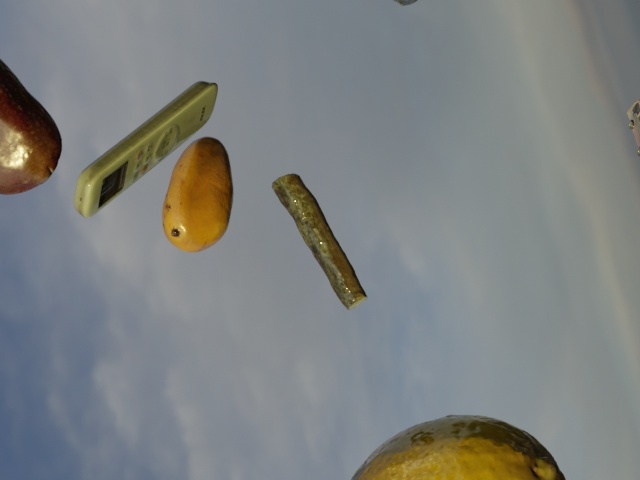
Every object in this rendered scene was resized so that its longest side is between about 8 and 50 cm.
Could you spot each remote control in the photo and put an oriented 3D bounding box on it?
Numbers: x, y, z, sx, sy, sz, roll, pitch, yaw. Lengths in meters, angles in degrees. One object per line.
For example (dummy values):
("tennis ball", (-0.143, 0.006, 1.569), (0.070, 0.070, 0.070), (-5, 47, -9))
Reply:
("remote control", (-0.247, -0.138, 1.696), (0.038, 0.090, 0.309), (33, -135, 10))

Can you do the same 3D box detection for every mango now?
("mango", (-0.213, -0.082, 2.102), (0.147, 0.109, 0.227), (50, -137, -46))

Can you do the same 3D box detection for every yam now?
("yam", (0.000, 0.000, 2.175), (0.274, 0.061, 0.061), (60, -165, 8))

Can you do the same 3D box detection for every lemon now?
("lemon", (0.241, 0.443, 1.899), (0.364, 0.364, 0.364), (-19, -90, -74))

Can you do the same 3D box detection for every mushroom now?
("mushroom", (-0.435, -0.169, 1.619), (0.227, 0.148, 0.217), (55, -172, -5))

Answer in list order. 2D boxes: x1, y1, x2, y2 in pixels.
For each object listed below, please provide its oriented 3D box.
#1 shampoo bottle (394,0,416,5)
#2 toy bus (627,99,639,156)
("shampoo bottle", (0.081, -0.353, 1.423), (0.087, 0.049, 0.234), (40, 178, 23))
("toy bus", (0.564, -0.184, 2.041), (0.052, 0.037, 0.131), (108, 160, -54))
